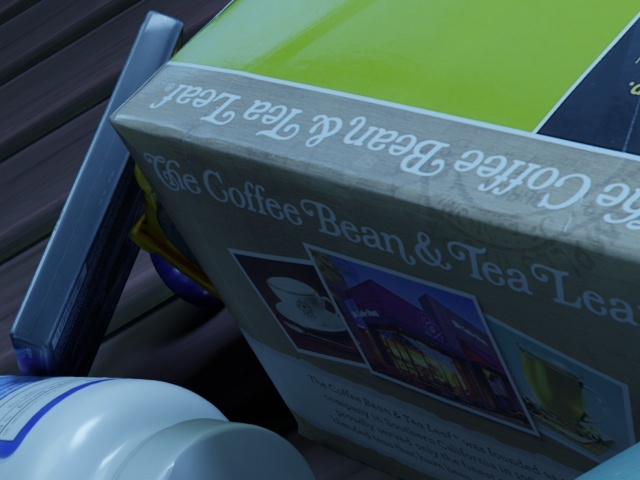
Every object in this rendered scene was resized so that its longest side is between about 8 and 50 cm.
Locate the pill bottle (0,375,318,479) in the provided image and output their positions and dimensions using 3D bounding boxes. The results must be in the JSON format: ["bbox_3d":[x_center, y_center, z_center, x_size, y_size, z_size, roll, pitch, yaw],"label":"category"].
[{"bbox_3d":[-0.123,0.146,0.931,0.272,0.152,0.152,-3,39,49],"label":"pill bottle"}]

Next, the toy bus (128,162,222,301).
[{"bbox_3d":[0.000,0.000,1.045,0.149,0.220,0.211,-56,-2,-27],"label":"toy bus"}]

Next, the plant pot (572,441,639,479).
[{"bbox_3d":[0.054,0.207,0.351,0.334,0.341,0.341,-28,16,-36],"label":"plant pot"}]

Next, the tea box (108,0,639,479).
[{"bbox_3d":[0.151,-0.049,0.781,0.323,0.220,0.329,-45,37,-23],"label":"tea box"}]

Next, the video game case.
[{"bbox_3d":[-0.131,0.001,1.082,0.274,0.026,0.196,115,176,-74],"label":"video game case"}]

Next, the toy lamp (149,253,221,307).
[{"bbox_3d":[-0.001,-0.058,1.160,0.274,0.080,0.080,-37,20,31],"label":"toy lamp"}]
